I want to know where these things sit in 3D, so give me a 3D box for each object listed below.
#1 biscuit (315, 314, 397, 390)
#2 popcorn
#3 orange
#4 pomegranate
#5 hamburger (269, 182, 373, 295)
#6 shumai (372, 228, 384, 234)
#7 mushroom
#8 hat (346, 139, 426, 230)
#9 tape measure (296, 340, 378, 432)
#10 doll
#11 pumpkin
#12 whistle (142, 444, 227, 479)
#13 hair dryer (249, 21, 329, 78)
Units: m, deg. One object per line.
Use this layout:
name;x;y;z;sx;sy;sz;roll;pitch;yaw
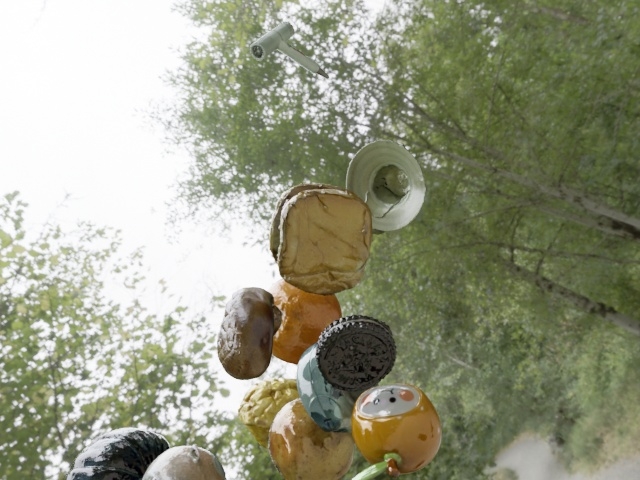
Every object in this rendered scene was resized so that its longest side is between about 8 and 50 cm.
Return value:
biscuit;0.080;0.257;1.031;0.053;0.195;0.194;-108;33;-67
popcorn;-0.174;0.803;2.114;0.354;0.390;0.344;-42;2;-14
orange;-0.075;0.273;1.567;0.312;0.312;0.312;-38;-36;-36
pomegranate;-0.029;0.646;1.437;0.281;0.281;0.281;-38;-36;-36
hamburger;-0.001;-0.001;1.143;0.144;0.260;0.283;-112;34;-75
shumai;0.183;-0.088;1.396;0.087;0.099;0.123;-37;-42;-59
mushroom;-0.187;0.238;1.177;0.253;0.153;0.253;-166;90;-81
hat;0.202;-0.159;1.269;0.110;0.252;0.252;-19;-50;-51
tape measure;0.050;0.411;1.267;0.147;0.275;0.256;-31;-37;26
doll;0.172;0.460;1.046;0.236;0.214;0.213;-63;-14;-60
pumpkin;-0.628;0.778;1.418;0.363;0.266;0.363;-12;-90;-68
whistle;-0.306;0.590;0.981;0.189;0.189;0.347;3;-69;-59
hair dryer;-0.057;-0.431;1.079;0.044;0.183;0.155;-44;9;50
